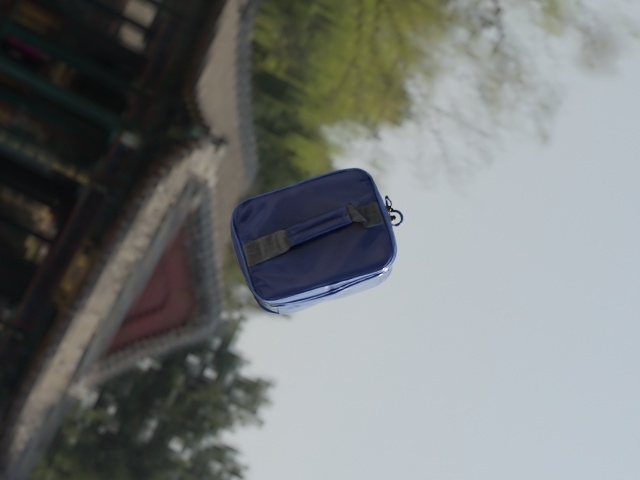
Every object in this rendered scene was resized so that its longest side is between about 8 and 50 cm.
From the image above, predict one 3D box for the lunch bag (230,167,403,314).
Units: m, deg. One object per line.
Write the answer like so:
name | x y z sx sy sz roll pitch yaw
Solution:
lunch bag | 0.000 0.000 1.005 0.065 0.098 0.067 73 -2 -82
